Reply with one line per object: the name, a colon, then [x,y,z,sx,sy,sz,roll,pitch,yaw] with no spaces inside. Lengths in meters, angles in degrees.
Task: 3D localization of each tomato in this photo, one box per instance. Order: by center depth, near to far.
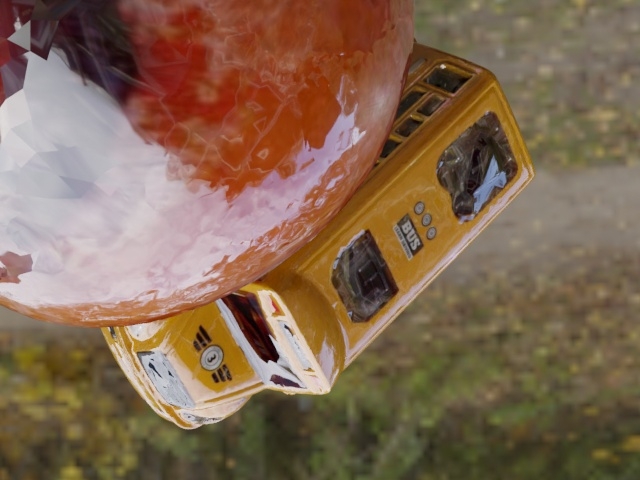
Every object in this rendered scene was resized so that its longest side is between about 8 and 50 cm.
tomato: [-0.075,-0.072,0.701,0.208,0.208,0.184,-8,-160,29]

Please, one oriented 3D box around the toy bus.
toy bus: [0.000,0.000,0.850,0.088,0.194,0.083,22,149,47]
